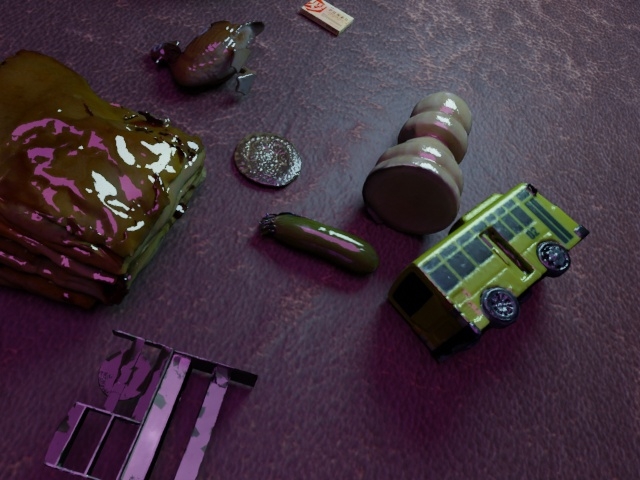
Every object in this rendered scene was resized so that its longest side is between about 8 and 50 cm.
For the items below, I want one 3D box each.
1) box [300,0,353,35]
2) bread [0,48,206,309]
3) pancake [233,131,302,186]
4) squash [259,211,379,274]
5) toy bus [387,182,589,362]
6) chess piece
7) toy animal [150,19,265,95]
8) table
[{"bbox_3d":[0.013,-0.452,0.981,0.093,0.015,0.058,34,57,7],"label":"box"},{"bbox_3d":[-0.337,-0.089,0.601,0.325,0.167,0.277,22,58,2],"label":"bread"},{"bbox_3d":[-0.082,-0.130,0.775,0.115,0.011,0.114,6,60,-10],"label":"pancake"},{"bbox_3d":[0.000,0.000,0.700,0.183,0.052,0.052,22,58,4],"label":"squash"},{"bbox_3d":[0.234,0.035,0.686,0.262,0.128,0.150,-33,72,-26],"label":"toy bus"},{"bbox_3d":[0.171,-0.145,0.780,0.143,0.142,0.260,25,54,2],"label":"chess piece"},{"bbox_3d":[-0.183,-0.327,0.830,0.179,0.089,0.188,27,62,21],"label":"toy animal"},{"bbox_3d":[-0.175,0.197,0.535,0.175,0.062,0.146,18,58,-3],"label":"table"}]
